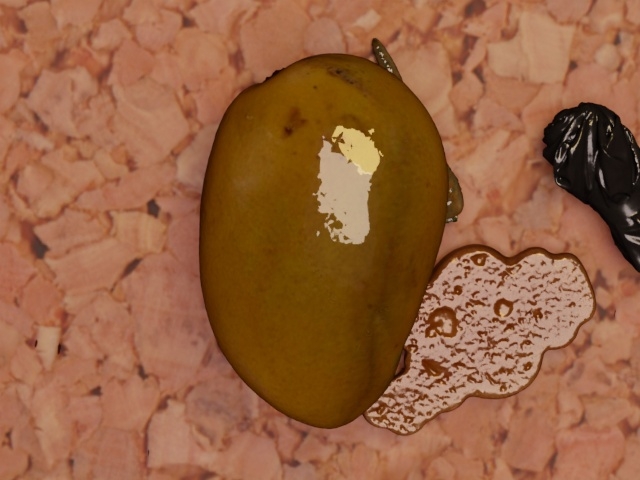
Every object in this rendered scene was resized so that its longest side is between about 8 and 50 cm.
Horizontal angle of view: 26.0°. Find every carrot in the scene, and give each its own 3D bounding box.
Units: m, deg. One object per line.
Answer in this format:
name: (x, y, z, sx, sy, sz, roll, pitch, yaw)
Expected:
carrot: (0.119, -0.139, 1.747, 0.049, 0.049, 0.254, -25, 91, 2)

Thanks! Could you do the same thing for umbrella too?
umbrella: (0.395, -0.022, 1.732, 0.118, 0.118, 0.340, -33, 100, 3)

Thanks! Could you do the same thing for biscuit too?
biscuit: (0.187, 0.114, 1.769, 0.334, 0.047, 0.202, -24, 96, 4)

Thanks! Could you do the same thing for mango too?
mango: (0.000, 0.000, 1.655, 0.300, 0.232, 0.445, 4, 96, 15)
